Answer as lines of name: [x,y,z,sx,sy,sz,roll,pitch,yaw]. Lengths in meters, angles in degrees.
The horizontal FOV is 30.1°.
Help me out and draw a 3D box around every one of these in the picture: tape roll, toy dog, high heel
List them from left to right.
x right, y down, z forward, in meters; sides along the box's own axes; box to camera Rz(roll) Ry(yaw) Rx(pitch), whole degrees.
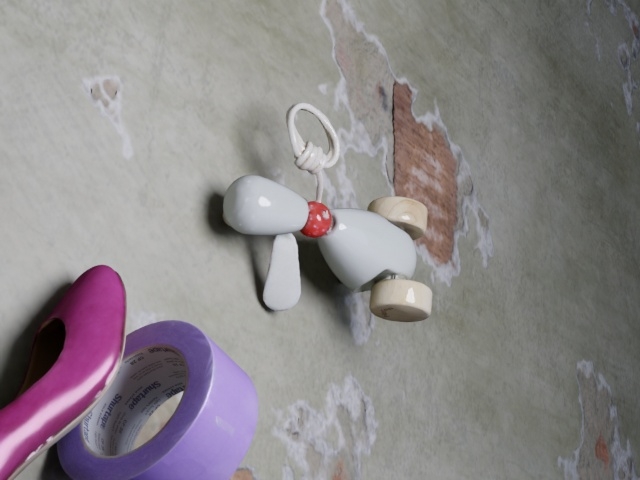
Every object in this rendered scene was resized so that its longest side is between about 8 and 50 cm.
high heel: [-0.292,0.134,1.072,0.181,0.127,0.377,29,39,-19]
tape roll: [-0.161,0.177,1.171,0.080,0.189,0.189,49,44,-37]
toy dog: [0.000,0.000,1.541,0.334,0.161,0.220,40,51,-25]
